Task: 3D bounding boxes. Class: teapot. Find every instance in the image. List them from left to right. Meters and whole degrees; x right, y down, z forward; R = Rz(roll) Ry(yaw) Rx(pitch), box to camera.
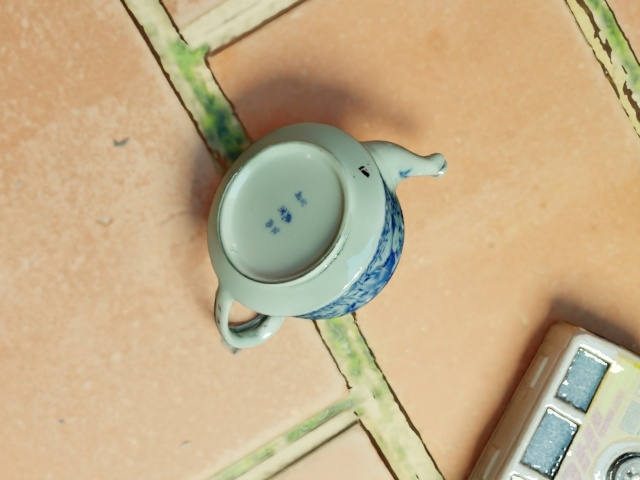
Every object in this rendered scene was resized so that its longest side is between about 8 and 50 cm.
[{"bbox_3d":[0.000,0.000,1.537,0.232,0.159,0.159,-44,104,9],"label":"teapot"}]

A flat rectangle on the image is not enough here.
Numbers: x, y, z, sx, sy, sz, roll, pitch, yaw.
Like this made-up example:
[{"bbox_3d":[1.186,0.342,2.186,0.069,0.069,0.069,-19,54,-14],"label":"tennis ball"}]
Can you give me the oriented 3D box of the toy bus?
[{"bbox_3d":[0.182,0.242,1.617,0.138,0.097,0.342,29,90,-12],"label":"toy bus"}]
